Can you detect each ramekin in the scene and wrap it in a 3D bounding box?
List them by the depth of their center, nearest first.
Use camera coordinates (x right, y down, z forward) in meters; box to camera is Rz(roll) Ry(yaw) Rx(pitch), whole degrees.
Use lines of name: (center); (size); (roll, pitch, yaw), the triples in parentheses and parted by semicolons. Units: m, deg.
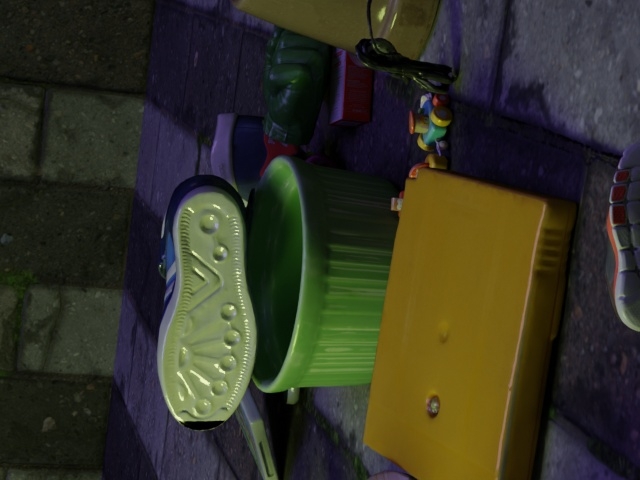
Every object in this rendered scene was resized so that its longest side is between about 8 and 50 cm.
ramekin: (0.006, 0.047, 1.923); (0.303, 0.148, 0.303); (-176, 90, -73)

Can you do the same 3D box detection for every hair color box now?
hair color box: (0.043, -0.230, 2.062); (0.072, 0.043, 0.141); (171, 102, -74)

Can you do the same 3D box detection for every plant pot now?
plant pot: (0.009, -0.350, 1.889); (0.263, 0.229, 0.263); (-176, 90, -73)

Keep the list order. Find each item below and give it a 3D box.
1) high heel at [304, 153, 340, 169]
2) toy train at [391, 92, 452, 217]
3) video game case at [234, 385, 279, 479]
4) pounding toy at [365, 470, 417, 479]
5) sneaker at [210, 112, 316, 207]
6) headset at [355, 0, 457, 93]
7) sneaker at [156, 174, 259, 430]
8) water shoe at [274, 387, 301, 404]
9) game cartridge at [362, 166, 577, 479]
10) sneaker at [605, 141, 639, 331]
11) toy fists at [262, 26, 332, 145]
high heel: (0.000, 0.000, 2.134); (0.117, 0.082, 0.244); (-26, -71, -73)
toy train: (0.113, -0.096, 1.784); (0.125, 0.046, 0.166); (-169, 83, -73)
video game case: (-0.116, 0.257, 2.305); (0.193, 0.023, 0.212); (80, 168, -46)
pounding toy: (0.110, 0.348, 1.624); (0.154, 0.155, 0.269); (-49, 44, 21)
sneaker: (-0.064, -0.068, 2.269); (0.350, 0.148, 0.131); (74, -160, -63)
headset: (0.142, -0.373, 1.690); (0.394, 0.185, 0.243); (-68, 22, 4)
sneaker: (-0.153, 0.072, 2.003); (0.236, 0.130, 0.322); (-136, 47, -81)
water shoe: (-0.083, 0.200, 2.296); (0.203, 0.080, 0.073); (-142, 59, -70)
game cartridge: (0.148, 0.097, 1.547); (0.285, 0.053, 0.323); (23, 104, 63)
sneaker: (0.259, -0.004, 1.257); (0.065, 0.061, 0.157); (172, 103, -79)
toy fists: (-0.033, -0.249, 2.152); (0.279, 0.096, 0.142); (-77, 2, -66)
